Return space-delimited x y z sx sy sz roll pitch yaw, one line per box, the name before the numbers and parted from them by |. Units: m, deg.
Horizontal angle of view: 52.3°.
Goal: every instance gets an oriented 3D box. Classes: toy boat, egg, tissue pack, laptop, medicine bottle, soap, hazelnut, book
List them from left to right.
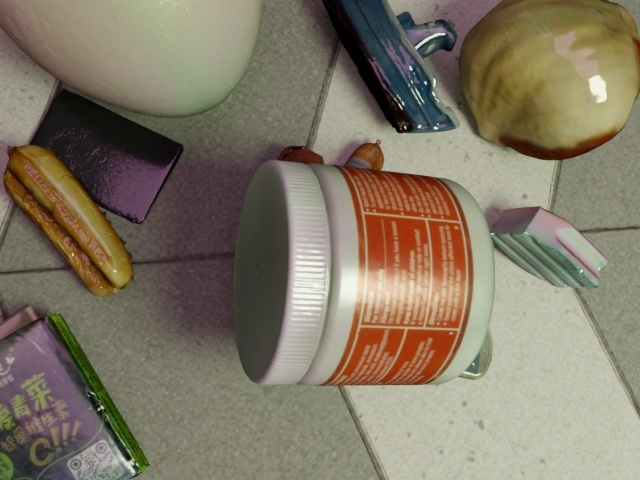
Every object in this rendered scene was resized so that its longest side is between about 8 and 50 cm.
book | -0.388 0.152 0.860 0.077 0.014 0.111 -33 85 -13
tissue pack | -0.347 0.231 0.808 0.173 0.073 0.236 -32 89 -12
laptop | -0.311 -0.119 0.928 0.197 0.016 0.135 26 78 1
egg | -0.230 -0.316 0.824 0.354 0.354 0.340 -28 104 -11
medicine bottle | 0.040 0.041 0.763 0.240 0.252 0.253 5 77 -20
toy boat | 0.116 -0.291 0.950 0.142 0.129 0.309 -28 81 0
soap | 0.318 0.009 0.923 0.149 0.100 0.056 36 69 -24
hazelnut | 0.320 -0.231 0.925 0.261 0.241 0.261 20 48 -23

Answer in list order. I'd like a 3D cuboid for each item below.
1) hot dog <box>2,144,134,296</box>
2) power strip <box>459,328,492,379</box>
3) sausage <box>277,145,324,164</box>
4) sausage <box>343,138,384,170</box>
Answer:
hot dog | -0.332 -0.037 0.868 0.249 0.102 0.076 49 46 1
power strip | 0.135 0.137 0.913 0.226 0.029 0.080 13 77 -3
sausage | -0.048 -0.069 0.916 0.076 0.076 0.141 31 75 1
sausage | 0.000 0.000 0.915 0.053 0.053 0.348 30 76 1
